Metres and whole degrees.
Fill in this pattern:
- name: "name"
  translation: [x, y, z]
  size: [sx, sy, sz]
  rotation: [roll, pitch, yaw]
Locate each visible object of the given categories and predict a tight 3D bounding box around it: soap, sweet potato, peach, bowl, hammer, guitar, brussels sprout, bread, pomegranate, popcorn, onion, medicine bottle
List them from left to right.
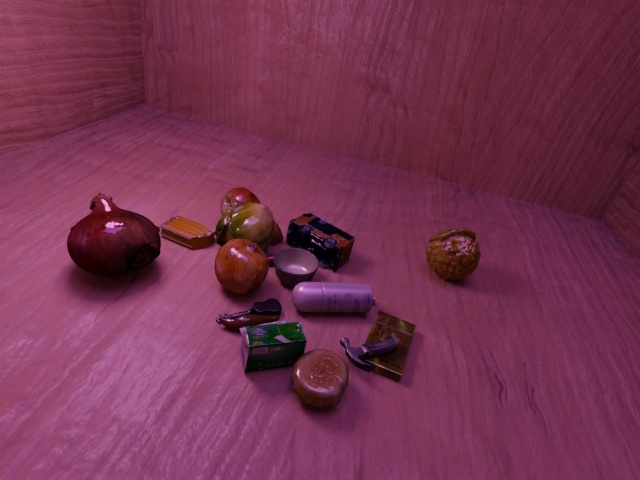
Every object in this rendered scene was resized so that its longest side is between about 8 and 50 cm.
- name: "onion"
  translation: [-0.838, 0.009, 1.690]
  size: [0.352, 0.354, 0.354]
  rotation: [9, 31, -6]
- name: "soap"
  translation: [-0.648, -0.038, 2.017]
  size: [0.231, 0.073, 0.140]
  rotation: [21, 34, 13]
- name: "pomegranate"
  translation: [-0.333, 0.105, 1.750]
  size: [0.247, 0.249, 0.248]
  rotation: [9, 31, -6]
- name: "peach"
  translation: [-0.412, -0.161, 2.194]
  size: [0.235, 0.214, 0.214]
  rotation: [32, 13, -43]
- name: "brussels sprout"
  translation: [-0.360, -0.045, 1.998]
  size: [0.294, 0.227, 0.259]
  rotation: [-39, 63, -17]
- name: "guitar"
  translation: [-0.287, 0.287, 1.657]
  size: [0.270, 0.038, 0.084]
  rotation: [-6, 34, -28]
- name: "sweet potato"
  translation: [-0.269, 0.315, 1.598]
  size: [0.249, 0.060, 0.069]
  rotation: [-2, -3, -24]
- name: "bread"
  translation: [-0.265, -0.059, 2.145]
  size: [0.156, 0.125, 0.086]
  rotation: [35, 55, 26]
- name: "sweet potato"
  translation: [-0.187, 0.080, 2.001]
  size: [0.264, 0.058, 0.057]
  rotation: [-14, 40, -26]
- name: "bowl"
  translation: [-0.117, 0.135, 1.890]
  size: [0.211, 0.112, 0.211]
  rotation: [9, 31, -5]
- name: "bread"
  translation: [-0.004, 0.469, 1.399]
  size: [0.213, 0.105, 0.214]
  rotation: [10, 36, -7]
- name: "medicine bottle"
  translation: [0.045, 0.243, 1.757]
  size: [0.340, 0.131, 0.130]
  rotation: [3, 33, -15]
- name: "hammer"
  translation: [0.202, 0.408, 1.550]
  size: [0.226, 0.041, 0.159]
  rotation: [-8, 36, -27]
- name: "popcorn"
  translation: [0.681, 0.069, 2.136]
  size: [0.281, 0.247, 0.283]
  rotation: [5, 70, -13]

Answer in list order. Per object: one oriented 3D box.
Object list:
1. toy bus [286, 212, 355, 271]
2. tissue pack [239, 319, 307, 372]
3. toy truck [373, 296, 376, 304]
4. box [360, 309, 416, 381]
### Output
- name: "toy bus"
  translation: [0.000, 0.000, 2.106]
  size: [0.323, 0.162, 0.194]
  rotation: [30, 35, 24]
- name: "tissue pack"
  translation: [-0.177, 0.360, 1.472]
  size: [0.208, 0.148, 0.156]
  rotation: [-2, 36, -22]
- name: "toy truck"
  translation: [0.219, 0.265, 1.884]
  size: [0.083, 0.024, 0.032]
  rotation: [24, 55, 21]
- name: "box"
  translation: [0.271, 0.411, 1.649]
  size: [0.172, 0.043, 0.311]
  rotation: [20, 32, 14]
